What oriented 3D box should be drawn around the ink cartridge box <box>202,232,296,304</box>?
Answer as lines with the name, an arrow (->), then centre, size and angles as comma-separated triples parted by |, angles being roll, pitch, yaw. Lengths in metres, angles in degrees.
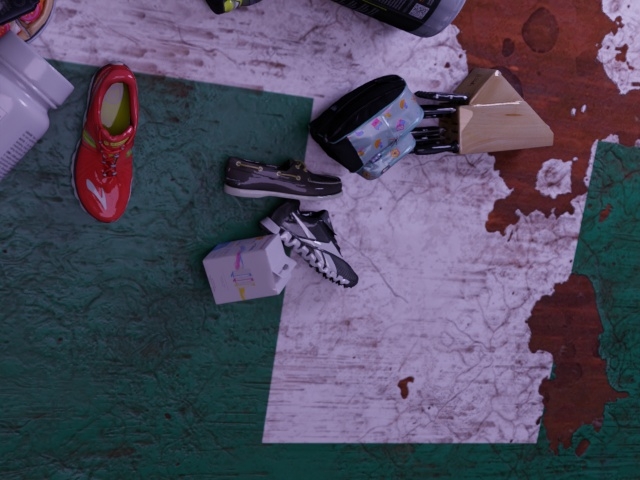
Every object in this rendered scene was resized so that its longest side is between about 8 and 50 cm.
ink cartridge box -> -0.123, 0.049, 1.695 | 0.143, 0.092, 0.090 | -10, 108, 17

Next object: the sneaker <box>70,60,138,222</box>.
sneaker -> -0.360, -0.162, 1.576 | 0.107, 0.118, 0.279 | 1, 102, -20

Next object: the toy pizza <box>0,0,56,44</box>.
toy pizza -> -0.527, -0.404, 1.503 | 0.201, 0.032, 0.201 | -5, 104, -20

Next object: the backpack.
backpack -> 0.096, -0.211, 1.712 | 0.188, 0.166, 0.144 | -44, 116, -2

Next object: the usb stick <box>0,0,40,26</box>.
usb stick -> -0.579, -0.343, 1.464 | 0.278, 0.045, 0.077 | -25, 108, -2

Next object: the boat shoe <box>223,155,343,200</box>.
boat shoe -> -0.063, -0.115, 1.719 | 0.227, 0.081, 0.069 | 1, 106, -19

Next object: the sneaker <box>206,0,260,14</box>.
sneaker -> -0.147, -0.541, 1.591 | 0.121, 0.111, 0.300 | -14, 109, -34

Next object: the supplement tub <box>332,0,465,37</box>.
supplement tub -> 0.093, -0.493, 1.631 | 0.316, 0.193, 0.194 | 16, 96, -24

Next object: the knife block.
knife block -> 0.289, -0.205, 1.830 | 0.275, 0.088, 0.242 | 41, 87, -24

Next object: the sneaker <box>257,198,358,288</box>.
sneaker -> 0.000, 0.000, 1.772 | 0.234, 0.078, 0.106 | 37, 90, -22

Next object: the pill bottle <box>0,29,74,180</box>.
pill bottle -> -0.536, -0.184, 1.481 | 0.283, 0.160, 0.160 | -48, 114, -5
